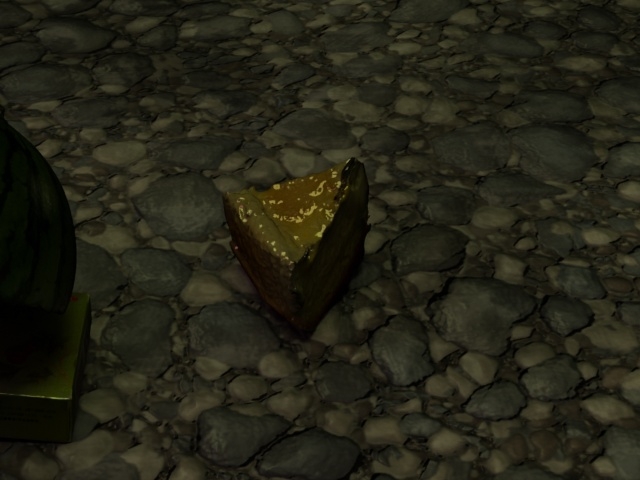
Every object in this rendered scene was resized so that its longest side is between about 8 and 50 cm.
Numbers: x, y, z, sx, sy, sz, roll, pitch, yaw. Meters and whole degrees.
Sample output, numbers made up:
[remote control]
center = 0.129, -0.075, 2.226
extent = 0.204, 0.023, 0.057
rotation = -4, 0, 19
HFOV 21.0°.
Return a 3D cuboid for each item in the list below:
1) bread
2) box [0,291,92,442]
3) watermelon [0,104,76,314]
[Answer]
[bread]
center = 0.000, 0.000, 1.872
extent = 0.160, 0.140, 0.169
rotation = -23, 45, -14
[box]
center = -0.369, 0.117, 1.744
extent = 0.261, 0.062, 0.175
rotation = 4, 35, -3
[watermelon]
center = -0.381, -0.056, 1.670
extent = 0.331, 0.189, 0.331
rotation = 14, -4, 1
